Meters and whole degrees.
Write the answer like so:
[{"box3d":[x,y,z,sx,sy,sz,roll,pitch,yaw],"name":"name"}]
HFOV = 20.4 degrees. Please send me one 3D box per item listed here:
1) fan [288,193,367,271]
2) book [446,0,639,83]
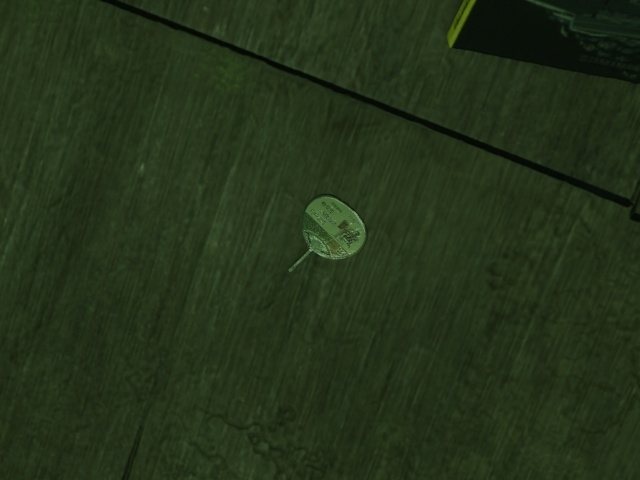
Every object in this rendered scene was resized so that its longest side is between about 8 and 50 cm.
[{"box3d":[0.009,0.000,1.554,0.060,0.003,0.080,18,111,6],"name":"fan"},{"box3d":[0.278,-0.259,1.275,0.262,0.028,0.374,9,133,-21],"name":"book"}]
